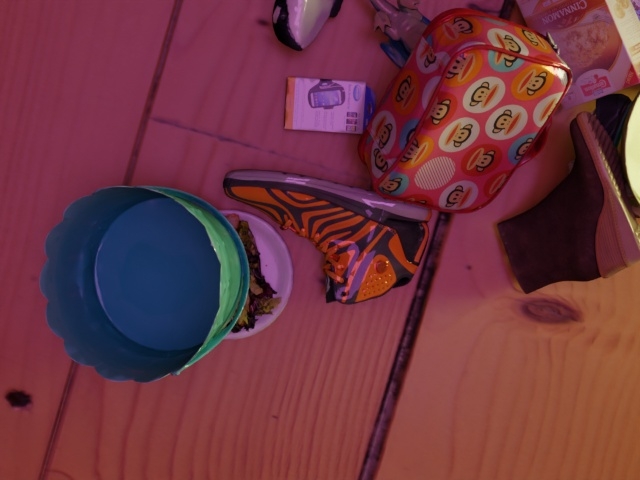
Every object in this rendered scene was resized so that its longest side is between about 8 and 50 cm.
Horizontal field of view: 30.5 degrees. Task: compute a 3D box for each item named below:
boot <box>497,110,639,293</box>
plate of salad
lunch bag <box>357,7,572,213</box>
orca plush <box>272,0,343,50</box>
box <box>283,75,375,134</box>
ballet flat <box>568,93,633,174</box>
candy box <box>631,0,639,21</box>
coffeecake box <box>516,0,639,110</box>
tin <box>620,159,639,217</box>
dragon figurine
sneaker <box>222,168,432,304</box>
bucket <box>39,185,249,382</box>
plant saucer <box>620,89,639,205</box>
[{"bbox_3d":[0.354,-0.050,1.749,0.207,0.090,0.248,-17,98,30],"label":"boot"},{"bbox_3d":[-0.140,0.053,1.777,0.200,0.048,0.200,0,94,-5],"label":"plate of salad"},{"bbox_3d":[0.220,-0.173,1.674,0.258,0.120,0.293,10,129,-31],"label":"lunch bag"},{"bbox_3d":[-0.029,-0.424,1.723,0.102,0.151,0.287,14,97,26],"label":"orca plush"},{"bbox_3d":[0.014,-0.204,1.778,0.136,0.028,0.081,4,94,-7],"label":"box"},{"bbox_3d":[0.421,-0.129,1.798,0.074,0.074,0.203,14,100,-5],"label":"ballet flat"},{"bbox_3d":[0.558,-0.361,1.781,0.159,0.071,0.233,44,91,-5],"label":"candy box"},{"bbox_3d":[0.395,-0.305,1.736,0.068,0.142,0.185,-30,98,-41],"label":"coffeecake box"},{"bbox_3d":[0.532,-0.093,1.797,0.189,0.040,0.106,-13,91,-20],"label":"tin"},{"bbox_3d":[0.140,-0.301,1.749,0.085,0.144,0.289,-45,77,2],"label":"dragon figurine"},{"bbox_3d":[0.000,0.000,1.744,0.321,0.124,0.180,13,92,-5],"label":"sneaker"},{"bbox_3d":[-0.243,0.054,1.677,0.281,0.183,0.281,1,94,10],"label":"bucket"},{"bbox_3d":[0.524,-0.144,1.734,0.241,0.037,0.241,-5,99,-32],"label":"plant saucer"}]
